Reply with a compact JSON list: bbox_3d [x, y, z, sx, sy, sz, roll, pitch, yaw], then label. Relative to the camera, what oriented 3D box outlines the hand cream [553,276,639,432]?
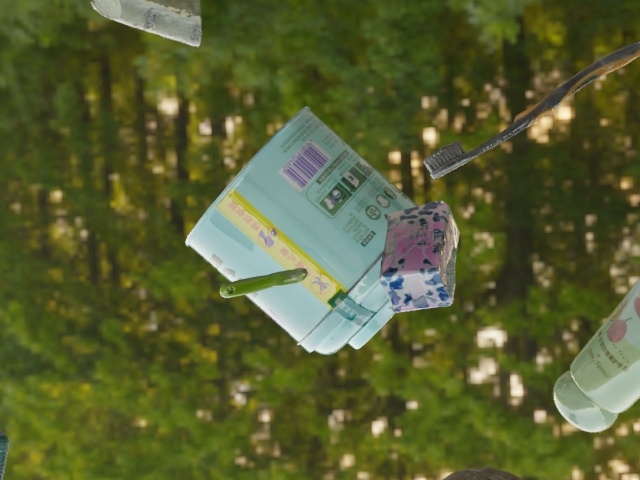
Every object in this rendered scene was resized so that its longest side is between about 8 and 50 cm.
[{"bbox_3d":[0.421,0.125,1.873,0.093,0.306,0.147,12,-144,-39],"label":"hand cream"}]

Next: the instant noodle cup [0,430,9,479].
[{"bbox_3d":[-0.480,0.305,1.928,0.070,0.179,0.157,3,-168,-46],"label":"instant noodle cup"}]

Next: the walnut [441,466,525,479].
[{"bbox_3d":[0.288,0.476,2.494,0.230,0.178,0.178,-2,-173,14],"label":"walnut"}]

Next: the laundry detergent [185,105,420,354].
[{"bbox_3d":[0.000,0.000,2.201,0.287,0.305,0.287,-48,180,0],"label":"laundry detergent"}]

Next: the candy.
[{"bbox_3d":[0.131,0.021,1.938,0.092,0.073,0.160,-11,-146,17],"label":"candy"}]

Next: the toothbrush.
[{"bbox_3d":[0.260,-0.158,1.710,0.321,0.031,0.023,-29,168,-12],"label":"toothbrush"}]

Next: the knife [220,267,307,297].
[{"bbox_3d":[-0.068,0.054,1.901,0.026,0.022,0.184,-14,179,39],"label":"knife"}]

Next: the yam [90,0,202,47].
[{"bbox_3d":[-0.197,-0.267,1.618,0.146,0.069,0.070,18,-179,-15],"label":"yam"}]
